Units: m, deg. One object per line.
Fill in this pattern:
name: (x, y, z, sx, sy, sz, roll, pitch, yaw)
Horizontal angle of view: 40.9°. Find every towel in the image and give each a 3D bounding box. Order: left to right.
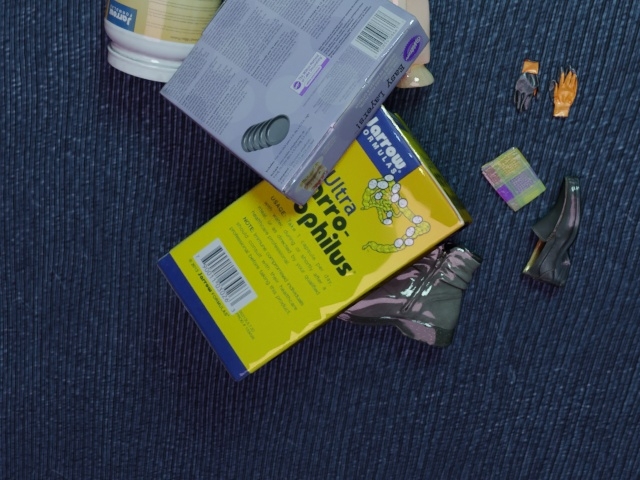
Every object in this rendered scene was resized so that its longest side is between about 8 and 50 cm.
towel: (0.276, -0.088, 1.225, 0.060, 0.009, 0.083, -37, 104, 18)

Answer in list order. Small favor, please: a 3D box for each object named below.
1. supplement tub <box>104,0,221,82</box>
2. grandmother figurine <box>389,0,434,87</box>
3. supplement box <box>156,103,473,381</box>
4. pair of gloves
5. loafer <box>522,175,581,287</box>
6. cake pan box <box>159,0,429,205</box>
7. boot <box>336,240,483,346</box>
supplement tub: (-0.200, -0.319, 1.112, 0.144, 0.144, 0.200, 15, 112, 0)
grandmother figurine: (0.086, -0.368, 1.086, 0.207, 0.104, 0.343, -6, 113, 4)
supplement box: (0.000, 0.000, 1.147, 0.356, 0.194, 0.195, -36, 84, 12)
pair of gloves: (0.308, -0.206, 1.173, 0.083, 0.010, 0.074, 9, 113, 4)
loafer: (0.332, -0.013, 1.223, 0.061, 0.062, 0.170, 9, 111, 8)
cake pan box: (-0.036, -0.216, 1.049, 0.245, 0.070, 0.267, 37, 93, 26)
boot: (0.105, 0.049, 1.277, 0.246, 0.083, 0.161, 15, 101, 0)
